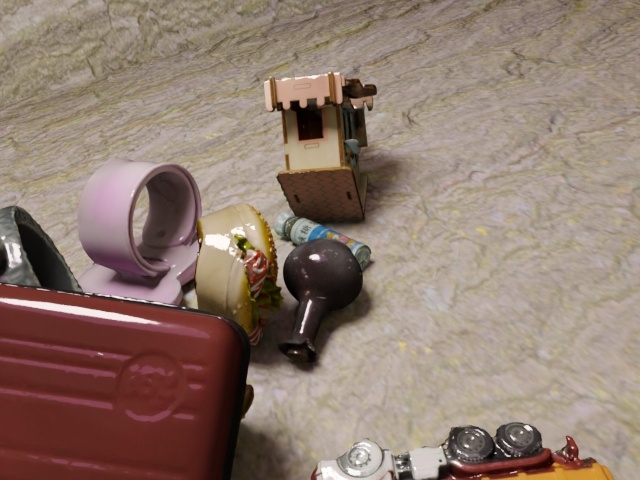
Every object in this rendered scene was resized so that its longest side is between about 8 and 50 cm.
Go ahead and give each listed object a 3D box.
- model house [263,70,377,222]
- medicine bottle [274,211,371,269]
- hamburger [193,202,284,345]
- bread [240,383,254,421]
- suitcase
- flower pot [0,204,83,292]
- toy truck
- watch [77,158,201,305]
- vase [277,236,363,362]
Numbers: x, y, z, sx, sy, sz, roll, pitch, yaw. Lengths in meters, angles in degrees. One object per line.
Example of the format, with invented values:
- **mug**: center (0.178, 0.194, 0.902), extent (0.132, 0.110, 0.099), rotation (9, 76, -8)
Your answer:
- **model house**: center (0.021, -0.154, 0.980), extent (0.169, 0.244, 0.326), rotation (-2, 4, 9)
- **medicine bottle**: center (0.000, 0.000, 0.926), extent (0.191, 0.051, 0.051), rotation (24, 49, 39)
- **hamburger**: center (-0.117, 0.051, 0.761), extent (0.116, 0.210, 0.172), rotation (-3, 48, -11)
- **bread**: center (-0.201, 0.210, 0.646), extent (0.233, 0.088, 0.160), rotation (21, 61, 13)
- **suitcase**: center (-0.225, 0.166, 0.520), extent (0.298, 0.161, 0.236), rotation (8, 73, 1)
- **flower pot**: center (-0.462, 0.127, 0.686), extent (0.283, 0.298, 0.299), rotation (-26, 39, -14)
- **toy truck**: center (0.130, 0.259, 0.502), extent (0.271, 0.114, 0.135), rotation (-8, 32, 1)
- **watch**: center (-0.307, -0.012, 0.884), extent (0.211, 0.217, 0.248), rotation (7, 40, 24)
- **vase**: center (-0.008, 0.086, 0.773), extent (0.120, 0.120, 0.182), rotation (4, 53, 20)
